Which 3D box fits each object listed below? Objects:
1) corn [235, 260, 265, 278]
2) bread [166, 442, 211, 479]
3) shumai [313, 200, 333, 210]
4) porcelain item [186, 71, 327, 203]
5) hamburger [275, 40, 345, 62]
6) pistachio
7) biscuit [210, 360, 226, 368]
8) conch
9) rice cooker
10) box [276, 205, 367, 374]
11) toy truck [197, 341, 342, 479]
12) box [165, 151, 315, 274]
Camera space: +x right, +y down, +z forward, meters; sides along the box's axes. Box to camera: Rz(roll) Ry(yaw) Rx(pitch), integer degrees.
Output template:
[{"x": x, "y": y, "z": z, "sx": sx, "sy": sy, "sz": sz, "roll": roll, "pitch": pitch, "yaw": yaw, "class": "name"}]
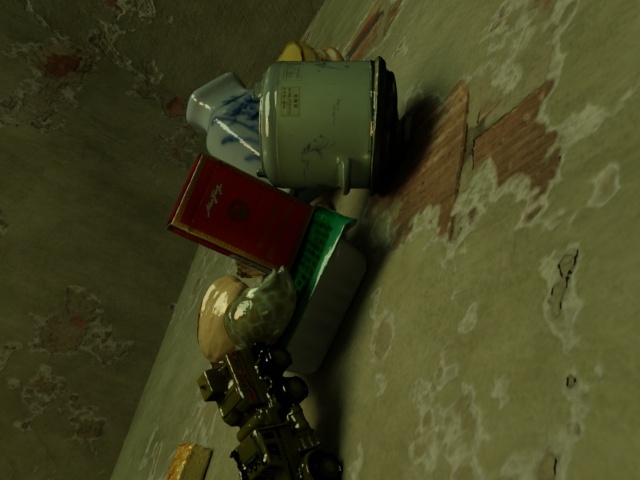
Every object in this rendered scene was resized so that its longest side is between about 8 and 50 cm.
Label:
[{"x": -0.169, "y": -0.036, "z": 1.809, "sx": 0.123, "sy": 0.122, "sz": 0.305, "roll": -40, "pitch": 32, "yaw": 58, "class": "corn"}, {"x": -0.333, "y": 0.588, "z": 1.510, "sx": 0.125, "sy": 0.068, "sz": 0.188, "roll": -39, "pitch": 30, "yaw": 55, "class": "bread"}, {"x": -0.029, "y": -0.036, "z": 1.455, "sx": 0.123, "sy": 0.105, "sz": 0.139, "roll": -52, "pitch": 46, "yaw": 29, "class": "shumai"}, {"x": -0.149, "y": -0.253, "z": 1.570, "sx": 0.243, "sy": 0.405, "sz": 0.178, "roll": -36, "pitch": -31, "yaw": -23, "class": "porcelain item"}, {"x": -0.026, "y": -0.397, "z": 1.760, "sx": 0.261, "sy": 0.187, "sz": 0.302, "roll": -113, "pitch": 38, "yaw": -47, "class": "hamburger"}, {"x": -0.248, "y": 0.209, "z": 1.652, "sx": 0.229, "sy": 0.157, "sz": 0.157, "roll": -70, "pitch": 16, "yaw": 0, "class": "pistachio"}, {"x": -0.265, "y": 0.275, "z": 1.807, "sx": 0.212, "sy": 0.036, "sz": 0.212, "roll": -53, "pitch": 21, "yaw": 31, "class": "biscuit"}, {"x": -0.097, "y": 0.124, "z": 1.038, "sx": 0.173, "sy": 0.106, "sz": 0.116, "roll": -49, "pitch": 4, "yaw": -4, "class": "conch"}, {"x": 0.027, "y": -0.219, "z": 1.194, "sx": 0.264, "sy": 0.317, "sz": 0.316, "roll": 87, "pitch": -166, "yaw": -56, "class": "rice cooker"}, {"x": -0.017, "y": 0.109, "z": 1.167, "sx": 0.336, "sy": 0.106, "sz": 0.264, "roll": -65, "pitch": 16, "yaw": 2, "class": "box"}, {"x": -0.079, "y": 0.285, "z": 0.932, "sx": 0.127, "sy": 0.127, "sz": 0.257, "roll": -49, "pitch": 59, "yaw": 32, "class": "toy truck"}, {"x": -0.147, "y": -0.043, "z": 1.175, "sx": 0.153, "sy": 0.240, "sz": 0.074, "roll": -68, "pitch": 19, "yaw": -11, "class": "box"}]
